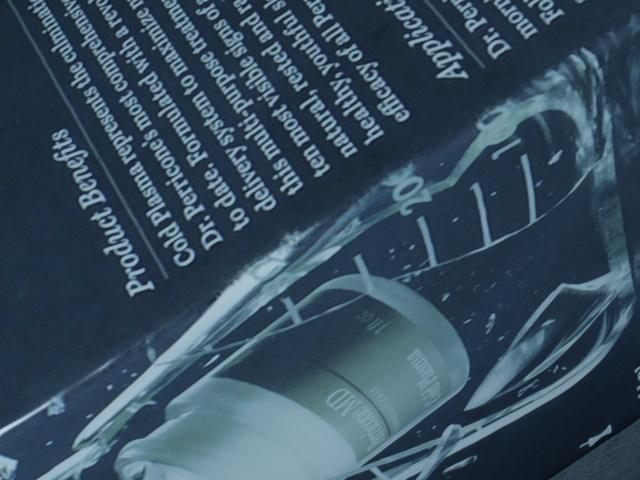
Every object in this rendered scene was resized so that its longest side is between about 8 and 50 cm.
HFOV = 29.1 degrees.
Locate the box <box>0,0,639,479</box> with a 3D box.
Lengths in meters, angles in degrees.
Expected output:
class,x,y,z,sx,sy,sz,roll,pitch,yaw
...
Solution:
class,x,y,z,sx,sy,sz,roll,pitch,yaw
box,0.000,0.000,0.782,0.471,0.297,0.480,-32,148,0
